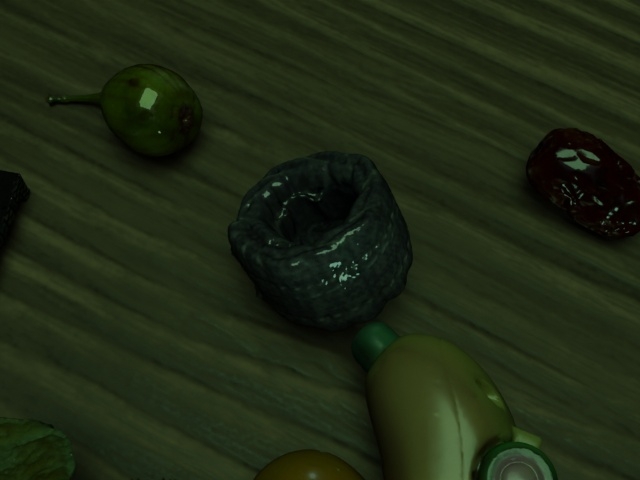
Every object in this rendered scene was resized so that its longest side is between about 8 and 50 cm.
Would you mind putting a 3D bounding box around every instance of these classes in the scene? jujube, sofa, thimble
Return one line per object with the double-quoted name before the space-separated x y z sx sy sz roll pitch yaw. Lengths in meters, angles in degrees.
"jujube" 0.261 -0.055 0.796 0.129 0.077 0.077 36 68 6
"sofa" -0.318 -0.010 0.768 0.060 0.039 0.117 9 65 3
"thimble" 0.002 0.000 0.720 0.150 0.097 0.150 -15 41 14

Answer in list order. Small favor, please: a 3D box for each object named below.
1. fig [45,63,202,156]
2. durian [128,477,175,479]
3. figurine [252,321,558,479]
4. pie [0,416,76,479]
"fig" -0.196 -0.144 0.810 0.166 0.093 0.093 29 67 12
"durian" -0.141 0.242 0.599 0.158 0.168 0.136 -13 103 7
"figurine" 0.044 0.223 0.631 0.222 0.124 0.324 21 70 7
"pie" -0.282 0.219 0.568 0.257 0.105 0.274 -38 29 -22
